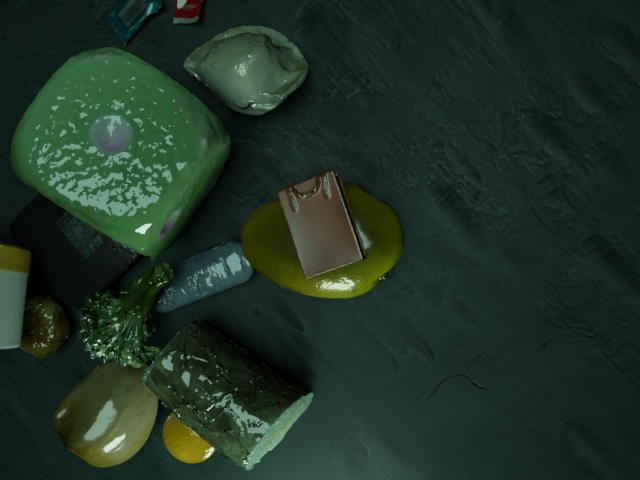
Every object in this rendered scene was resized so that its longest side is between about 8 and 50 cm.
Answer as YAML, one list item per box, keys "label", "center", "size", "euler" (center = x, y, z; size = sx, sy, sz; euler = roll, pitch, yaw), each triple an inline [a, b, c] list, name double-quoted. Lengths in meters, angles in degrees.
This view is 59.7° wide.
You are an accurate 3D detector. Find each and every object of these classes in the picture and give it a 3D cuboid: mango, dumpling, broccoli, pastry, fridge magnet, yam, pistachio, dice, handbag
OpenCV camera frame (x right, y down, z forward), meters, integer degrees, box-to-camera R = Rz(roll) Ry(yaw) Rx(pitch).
- label: "mango"
  center: [0.000, 0.000, 1.223]
  size: [0.365, 0.182, 0.253]
  euler: [2, 94, 6]
- label: "dumpling"
  center: [-0.156, -0.400, 1.237]
  size: [0.243, 0.175, 0.227]
  euler: [36, 67, -11]
- label: "broccoli"
  center: [-0.419, 0.183, 1.249]
  size: [0.275, 0.177, 0.198]
  euler: [-24, 79, 26]
- label: "pastry"
  center: [-0.687, 0.210, 1.362]
  size: [0.153, 0.081, 0.153]
  euler: [0, 86, 6]
- label: "fridge magnet"
  center: [-0.313, 0.467, 1.349]
  size: [0.143, 0.063, 0.143]
  euler: [0, 93, 8]
- label: "yam"
  center: [-0.209, 0.337, 1.250]
  size: [0.348, 0.241, 0.241]
  euler: [34, 97, 6]
- label: "pistachio"
  center: [-0.488, 0.403, 1.323]
  size: [0.213, 0.163, 0.260]
  euler: [44, 84, -19]
- label: "dice"
  center: [-0.392, -0.173, 1.152]
  size: [0.322, 0.330, 0.318]
  euler: [33, 81, -1]
- label: "handbag"
  center: [0.002, -0.034, 1.111]
  size: [0.127, 0.063, 0.190]
  euler: [-19, 85, 16]

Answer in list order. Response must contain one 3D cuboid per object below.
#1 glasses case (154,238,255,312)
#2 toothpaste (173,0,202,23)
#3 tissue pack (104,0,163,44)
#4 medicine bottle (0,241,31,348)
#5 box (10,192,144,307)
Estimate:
- label: "glasses case"
  center: [-0.287, 0.085, 1.317]
  size: [0.282, 0.067, 0.109]
  euler: [-21, 92, 10]
- label: "toothpaste"
  center: [-0.291, -0.653, 1.279]
  size: [0.075, 0.048, 0.301]
  euler: [8, 97, 1]
- label: "tissue pack"
  center: [-0.435, -0.538, 1.311]
  size: [0.138, 0.028, 0.085]
  euler: [-37, 86, 12]
- label: "medicine bottle"
  center: [-0.783, 0.122, 1.229]
  size: [0.238, 0.238, 0.232]
  euler: [1, 80, 6]
- label: "box"
  center: [-0.561, -0.022, 1.337]
  size: [0.290, 0.073, 0.289]
  euler: [-43, 88, 7]
